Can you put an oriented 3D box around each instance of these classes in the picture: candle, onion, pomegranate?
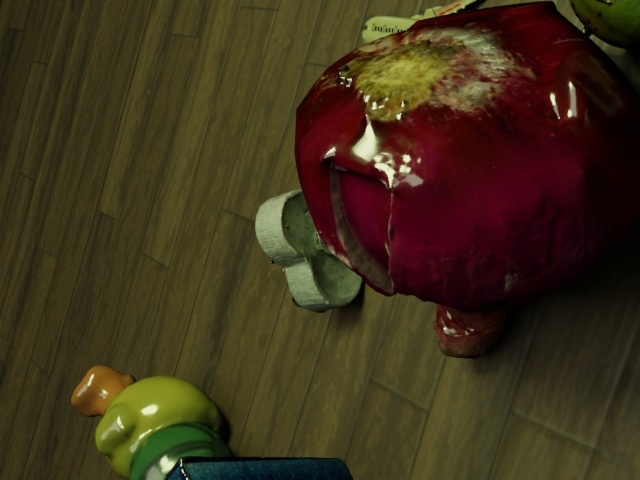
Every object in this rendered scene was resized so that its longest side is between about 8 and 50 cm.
[{"bbox_3d":[0.000,0.000,1.307,0.068,0.192,0.168,-11,28,46],"label":"candle"},{"bbox_3d":[0.183,-0.040,1.013,0.398,0.398,0.420,22,140,49],"label":"onion"},{"bbox_3d":[0.349,-0.294,0.980,0.148,0.148,0.169,28,91,49],"label":"pomegranate"}]

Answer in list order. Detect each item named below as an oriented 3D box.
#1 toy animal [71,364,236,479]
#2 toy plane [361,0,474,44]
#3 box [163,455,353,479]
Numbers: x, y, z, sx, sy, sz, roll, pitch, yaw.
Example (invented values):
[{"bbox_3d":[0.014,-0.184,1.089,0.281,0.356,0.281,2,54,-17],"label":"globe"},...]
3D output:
[{"bbox_3d":[-0.248,0.334,1.464,0.191,0.216,0.338,-44,47,-3],"label":"toy animal"},{"bbox_3d":[0.123,-0.278,1.245,0.229,0.092,0.244,-39,18,-13],"label":"toy plane"},{"bbox_3d":[-0.052,0.416,1.147,0.116,0.279,0.261,-51,47,28],"label":"box"}]
